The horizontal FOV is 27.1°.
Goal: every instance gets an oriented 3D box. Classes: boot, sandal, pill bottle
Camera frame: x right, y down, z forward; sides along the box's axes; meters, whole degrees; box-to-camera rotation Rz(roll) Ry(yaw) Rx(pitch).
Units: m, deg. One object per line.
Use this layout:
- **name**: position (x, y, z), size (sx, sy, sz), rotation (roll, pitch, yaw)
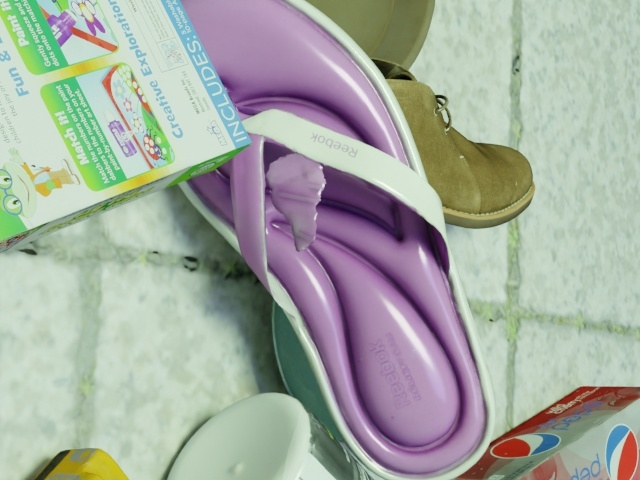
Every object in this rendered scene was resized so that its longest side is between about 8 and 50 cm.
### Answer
- **boot**: position (0.088, -0.080, 1.096), size (0.305, 0.112, 0.115), rotation (1, 113, -46)
- **sandal**: position (0.013, -0.008, 0.945), size (0.169, 0.102, 0.416), rotation (-31, 98, 3)
- **pill bottle**: position (0.005, 0.233, 0.984), size (0.246, 0.130, 0.130), rotation (50, 53, -31)

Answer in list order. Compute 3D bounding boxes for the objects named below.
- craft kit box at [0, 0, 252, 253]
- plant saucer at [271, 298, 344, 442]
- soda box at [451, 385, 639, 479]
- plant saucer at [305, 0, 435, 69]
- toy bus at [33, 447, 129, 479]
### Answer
- **craft kit box**: position (-0.192, -0.127, 0.820), size (0.246, 0.061, 0.250), rotation (-25, 88, -48)
- **plant saucer**: position (0.018, 0.067, 1.083), size (0.195, 0.037, 0.195), rotation (5, 84, -46)
- **soda box**: position (0.223, 0.215, 1.245), size (0.263, 0.092, 0.083), rotation (-19, 100, -46)
- **plant saucer**: position (-0.004, -0.249, 1.088), size (0.278, 0.041, 0.278), rotation (5, 84, -46)
- **toy bus**: position (-0.084, 0.292, 0.884), size (0.108, 0.130, 0.333), rotation (-49, 121, -38)
